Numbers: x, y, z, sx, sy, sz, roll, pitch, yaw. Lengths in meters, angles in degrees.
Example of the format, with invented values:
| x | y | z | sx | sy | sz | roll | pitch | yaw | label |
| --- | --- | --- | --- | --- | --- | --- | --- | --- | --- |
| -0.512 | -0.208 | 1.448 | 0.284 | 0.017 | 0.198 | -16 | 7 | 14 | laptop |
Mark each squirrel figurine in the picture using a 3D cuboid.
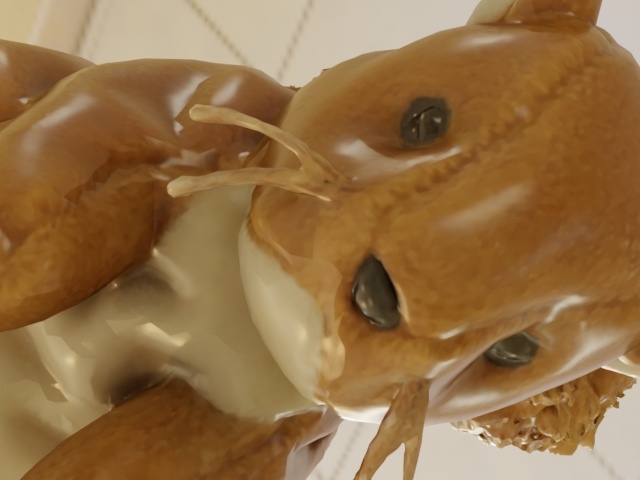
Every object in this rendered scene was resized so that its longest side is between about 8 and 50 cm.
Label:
| x | y | z | sx | sy | sz | roll | pitch | yaw | label |
| --- | --- | --- | --- | --- | --- | --- | --- | --- | --- |
| 0.000 | 0.000 | 0.788 | 0.370 | 0.397 | 0.281 | -20 | 88 | 35 | squirrel figurine |
